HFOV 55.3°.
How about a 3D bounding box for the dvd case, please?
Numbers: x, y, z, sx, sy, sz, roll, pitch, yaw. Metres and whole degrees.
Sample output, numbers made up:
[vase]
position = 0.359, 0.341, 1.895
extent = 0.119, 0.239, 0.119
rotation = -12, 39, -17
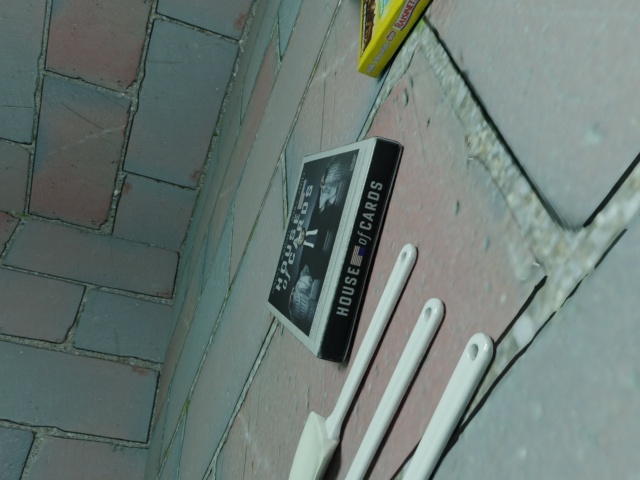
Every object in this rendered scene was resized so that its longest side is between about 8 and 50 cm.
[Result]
[dvd case]
position = 0.000, 0.000, 0.584
extent = 0.238, 0.029, 0.180
rotation = -167, 92, -74

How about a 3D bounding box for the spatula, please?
[spatula]
position = 0.028, 0.129, 0.393
extent = 0.168, 0.019, 0.242
rotation = -112, 39, -66

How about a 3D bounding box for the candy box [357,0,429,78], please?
[candy box]
position = 0.070, -0.265, 0.579
extent = 0.105, 0.027, 0.206
rotation = 133, 147, -54
